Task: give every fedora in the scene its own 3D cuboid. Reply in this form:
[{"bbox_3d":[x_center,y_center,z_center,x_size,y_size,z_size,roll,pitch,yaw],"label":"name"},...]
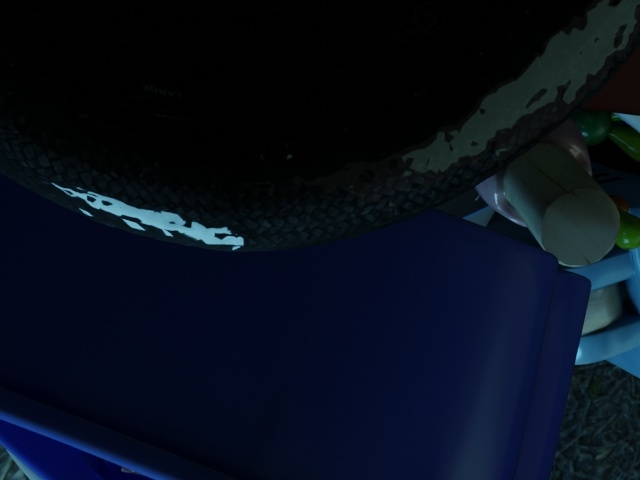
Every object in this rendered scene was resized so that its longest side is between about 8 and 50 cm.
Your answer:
[{"bbox_3d":[-0.018,-0.168,0.583,0.334,0.334,0.152,-54,-163,1],"label":"fedora"}]

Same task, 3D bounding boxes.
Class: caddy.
[{"bbox_3d":[-0.044,0.053,0.759,0.241,0.341,0.179,18,90,-73],"label":"caddy"}]

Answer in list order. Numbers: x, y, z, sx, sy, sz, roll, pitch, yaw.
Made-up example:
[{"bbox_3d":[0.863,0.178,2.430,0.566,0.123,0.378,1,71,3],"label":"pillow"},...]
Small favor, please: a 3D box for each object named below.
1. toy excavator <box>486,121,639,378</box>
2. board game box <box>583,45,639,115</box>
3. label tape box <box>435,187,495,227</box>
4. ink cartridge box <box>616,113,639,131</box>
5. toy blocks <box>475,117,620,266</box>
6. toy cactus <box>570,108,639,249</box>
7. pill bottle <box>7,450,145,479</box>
[{"bbox_3d":[0.207,0.060,1.576,0.445,0.222,0.433,-18,-164,-13],"label":"toy excavator"},{"bbox_3d":[0.117,-0.189,0.680,0.027,0.145,0.281,-110,-152,-67],"label":"board game box"},{"bbox_3d":[0.000,0.000,1.127,0.249,0.115,0.348,-61,164,23],"label":"label tape box"},{"bbox_3d":[0.236,-0.258,1.141,0.330,0.071,0.324,33,96,-33],"label":"ink cartridge box"},{"bbox_3d":[0.106,-0.204,0.905,0.288,0.309,0.260,-44,-162,9],"label":"toy blocks"},{"bbox_3d":[0.201,-0.085,1.439,0.180,0.219,0.112,-18,-177,12],"label":"toy cactus"},{"bbox_3d":[-0.067,0.049,0.953,0.221,0.121,0.121,-43,166,10],"label":"pill bottle"}]
